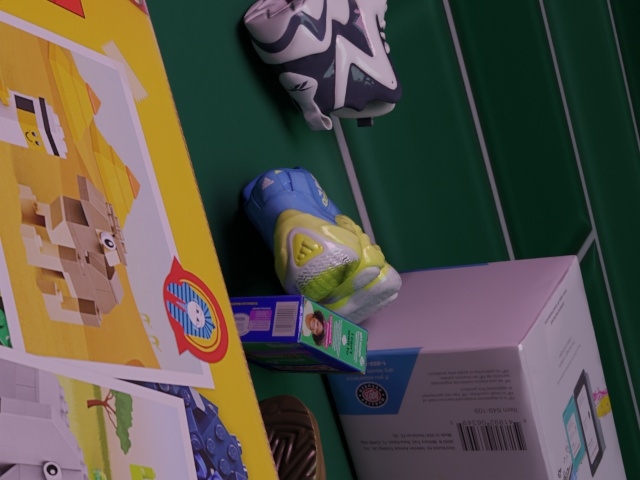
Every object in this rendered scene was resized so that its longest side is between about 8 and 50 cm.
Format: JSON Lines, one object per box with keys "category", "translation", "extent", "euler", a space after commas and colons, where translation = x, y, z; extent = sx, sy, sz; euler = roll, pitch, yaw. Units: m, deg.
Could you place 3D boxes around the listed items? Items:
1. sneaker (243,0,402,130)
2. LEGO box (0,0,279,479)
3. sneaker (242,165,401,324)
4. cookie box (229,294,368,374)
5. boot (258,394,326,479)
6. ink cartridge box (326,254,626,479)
{"category": "sneaker", "translation": [0.030, -0.188, 1.115], "extent": [0.235, 0.094, 0.153], "euler": [-57, 133, -47]}
{"category": "LEGO box", "translation": [-0.199, 0.067, 0.422], "extent": [0.372, 0.193, 0.500], "euler": [17, 50, -56]}
{"category": "sneaker", "translation": [0.000, 0.000, 1.029], "extent": [0.126, 0.091, 0.240], "euler": [61, 0, 18]}
{"category": "cookie box", "translation": [-0.026, 0.077, 0.969], "extent": [0.107, 0.091, 0.040], "euler": [31, 62, -54]}
{"category": "boot", "translation": [0.002, 0.287, 0.992], "extent": [0.269, 0.089, 0.236], "euler": [54, 33, -50]}
{"category": "ink cartridge box", "translation": [0.157, 0.181, 1.156], "extent": [0.197, 0.198, 0.270], "euler": [-42, 121, -55]}
